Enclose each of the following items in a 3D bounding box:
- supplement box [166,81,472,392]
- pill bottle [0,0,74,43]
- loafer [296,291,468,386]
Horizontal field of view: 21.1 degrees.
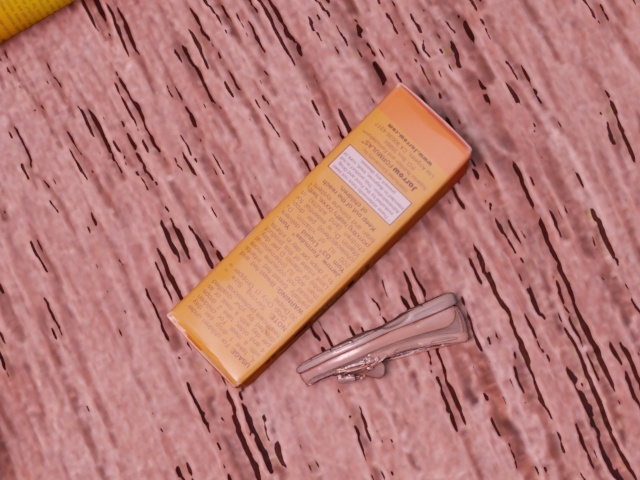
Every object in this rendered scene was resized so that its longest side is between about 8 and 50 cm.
[{"bbox_3d":[0.000,0.000,1.207,0.080,0.078,0.233,43,85,6],"label":"supplement box"},{"bbox_3d":[-0.238,-0.202,1.220,0.215,0.117,0.117,-31,83,-3],"label":"pill bottle"},{"bbox_3d":[0.046,0.079,1.213,0.125,0.045,0.039,-26,89,-5],"label":"loafer"}]
